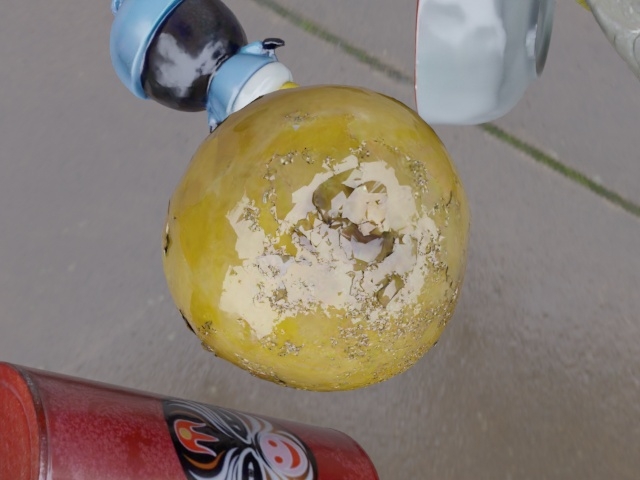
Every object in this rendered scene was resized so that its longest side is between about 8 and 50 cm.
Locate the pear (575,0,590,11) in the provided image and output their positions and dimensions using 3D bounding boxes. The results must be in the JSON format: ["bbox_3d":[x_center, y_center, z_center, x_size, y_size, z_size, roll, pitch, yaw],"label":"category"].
[{"bbox_3d":[0.372,-0.374,1.777,0.198,0.198,0.198,1,108,4],"label":"pear"}]

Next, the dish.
[{"bbox_3d":[0.184,-0.242,1.548,0.117,0.256,0.256,10,108,16],"label":"dish"}]

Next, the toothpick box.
[{"bbox_3d":[-0.134,0.226,1.183,0.333,0.204,0.204,17,112,-36],"label":"toothpick box"}]

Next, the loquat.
[{"bbox_3d":[0.000,0.000,1.075,0.235,0.235,0.235,1,108,4],"label":"loquat"}]

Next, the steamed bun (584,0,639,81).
[{"bbox_3d":[0.412,-0.206,1.260,0.384,0.247,0.236,-6,67,40],"label":"steamed bun"}]

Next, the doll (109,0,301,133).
[{"bbox_3d":[-0.159,-0.238,1.894,0.314,0.141,0.177,37,102,20],"label":"doll"}]
